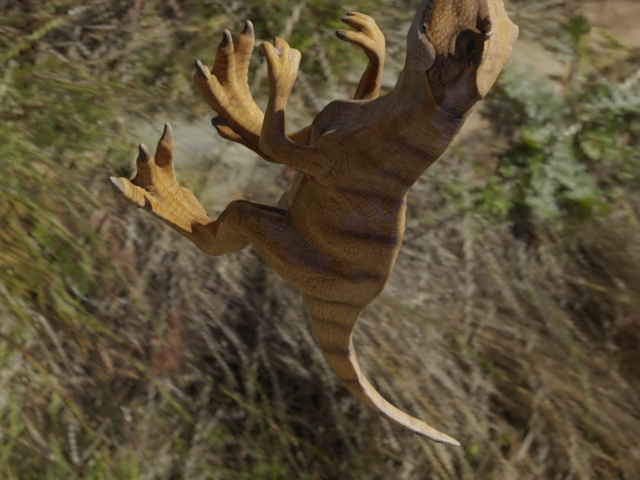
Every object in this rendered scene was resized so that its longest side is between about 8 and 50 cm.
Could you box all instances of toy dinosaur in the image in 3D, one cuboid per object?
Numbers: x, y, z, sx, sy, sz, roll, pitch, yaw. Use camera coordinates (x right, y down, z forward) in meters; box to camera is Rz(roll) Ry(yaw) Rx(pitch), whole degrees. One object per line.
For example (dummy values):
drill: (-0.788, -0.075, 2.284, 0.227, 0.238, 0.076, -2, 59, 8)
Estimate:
toy dinosaur: (0.000, 0.000, 0.458, 0.064, 0.112, 0.211, -46, 162, -31)
